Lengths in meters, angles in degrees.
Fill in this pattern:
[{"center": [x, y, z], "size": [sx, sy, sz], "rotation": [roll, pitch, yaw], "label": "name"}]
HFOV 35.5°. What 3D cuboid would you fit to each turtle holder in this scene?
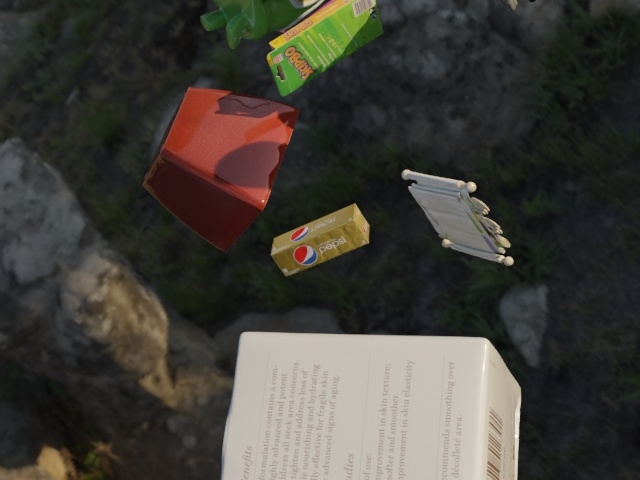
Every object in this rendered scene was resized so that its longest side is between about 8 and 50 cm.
[{"center": [-0.080, -0.446, 1.522], "size": [0.227, 0.243, 0.320], "rotation": [-24, 1, -14], "label": "turtle holder"}]

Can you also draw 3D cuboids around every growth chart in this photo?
[{"center": [0.224, -0.033, 1.600], "size": [0.172, 0.237, 0.021], "rotation": [20, 68, 40], "label": "growth chart"}]

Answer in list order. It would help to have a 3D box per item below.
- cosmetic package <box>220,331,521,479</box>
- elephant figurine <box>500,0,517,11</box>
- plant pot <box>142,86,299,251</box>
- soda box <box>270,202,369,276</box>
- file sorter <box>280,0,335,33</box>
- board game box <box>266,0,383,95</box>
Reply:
[{"center": [0.089, 0.339, 1.553], "size": [0.393, 0.327, 0.329], "rotation": [0, 70, 20], "label": "cosmetic package"}, {"center": [0.317, -0.573, 1.856], "size": [0.186, 0.169, 0.239], "rotation": [-59, 15, 27], "label": "elephant figurine"}, {"center": [-0.230, -0.175, 2.158], "size": [0.267, 0.235, 0.267], "rotation": [-42, 27, 58], "label": "plant pot"}, {"center": [0.000, 0.000, 1.884], "size": [0.181, 0.061, 0.058], "rotation": [-23, 30, 19], "label": "soda box"}, {"center": [-0.071, -0.601, 2.123], "size": [0.202, 0.291, 0.182], "rotation": [-38, 75, -4], "label": "file sorter"}, {"center": [0.006, -0.404, 2.026], "size": [0.259, 0.124, 0.039], "rotation": [-36, 53, -11], "label": "board game box"}]
